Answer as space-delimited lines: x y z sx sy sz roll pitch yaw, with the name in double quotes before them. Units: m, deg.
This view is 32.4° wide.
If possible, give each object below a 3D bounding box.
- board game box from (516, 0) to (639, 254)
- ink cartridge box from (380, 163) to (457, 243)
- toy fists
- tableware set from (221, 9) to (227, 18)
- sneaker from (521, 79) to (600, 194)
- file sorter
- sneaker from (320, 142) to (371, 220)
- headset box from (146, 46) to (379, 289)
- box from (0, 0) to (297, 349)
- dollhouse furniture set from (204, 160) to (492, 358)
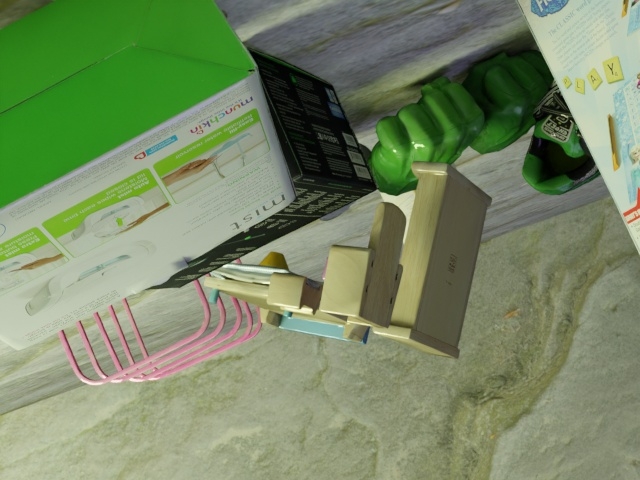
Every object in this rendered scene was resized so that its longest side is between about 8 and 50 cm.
"board game box" 0.329 -0.172 0.948 0.066 0.318 0.318 -19 171 -26
"ink cartridge box" 0.158 -0.066 1.673 0.092 0.143 0.090 -18 169 -28
"toy fists" 0.181 -0.155 1.356 0.279 0.096 0.142 -24 170 -23
"tableware set" -0.160 -0.126 0.887 0.194 0.039 0.128 -27 161 -11
"sneaker" 0.327 -0.168 1.251 0.146 0.134 0.343 -37 154 -29
"file sorter" -0.214 0.078 1.458 0.202 0.182 0.290 -25 171 8
"sneaker" -0.017 -0.082 1.319 0.262 0.099 0.121 -17 165 -40
"headset box" -0.120 -0.053 1.100 0.283 0.131 0.246 -26 171 18
"box" -0.166 -0.052 0.803 0.262 0.127 0.231 -29 162 -4
"dollhouse furniture set" 0.000 0.000 1.281 0.303 0.198 0.286 7 169 32
